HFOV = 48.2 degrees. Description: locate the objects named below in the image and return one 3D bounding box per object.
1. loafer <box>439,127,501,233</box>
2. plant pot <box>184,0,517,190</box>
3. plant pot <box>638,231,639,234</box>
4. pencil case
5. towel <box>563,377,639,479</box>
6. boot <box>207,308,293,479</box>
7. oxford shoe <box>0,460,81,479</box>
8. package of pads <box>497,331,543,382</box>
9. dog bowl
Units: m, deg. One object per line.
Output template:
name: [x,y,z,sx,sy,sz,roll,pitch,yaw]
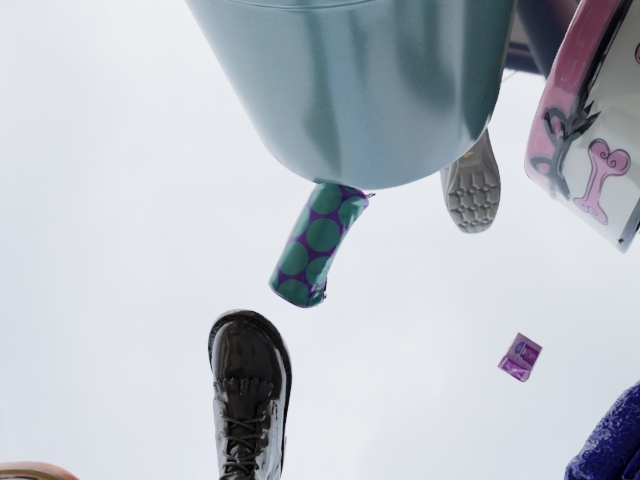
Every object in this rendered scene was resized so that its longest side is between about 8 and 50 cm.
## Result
loafer: [0.269,-0.157,1.316,0.112,0.111,0.319,-7,-55,10]
plant pot: [0.027,-0.234,0.588,0.341,0.334,0.341,-5,-121,9]
plant pot: [0.710,-0.058,1.514,0.095,0.134,0.134,-11,-93,4]
pencil case: [0.000,0.000,0.816,0.070,0.064,0.152,24,-84,-11]
towel: [0.389,0.259,0.790,0.308,0.076,0.228,-29,-72,-37]
boot: [-0.076,0.225,0.715,0.091,0.229,0.263,-4,-71,3]
oxford shoe: [-0.176,0.217,0.455,0.098,0.271,0.097,-33,-58,-54]
package of pads: [0.320,0.186,1.139,0.050,0.032,0.083,31,-144,15]
dog bowl: [0.376,-0.198,0.821,0.150,0.408,0.408,28,-102,20]
